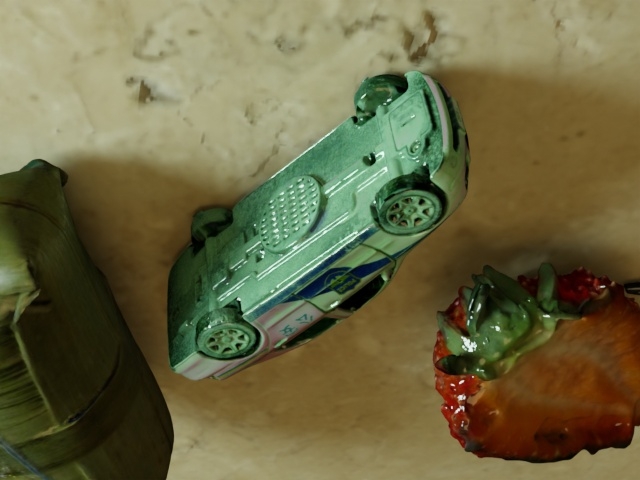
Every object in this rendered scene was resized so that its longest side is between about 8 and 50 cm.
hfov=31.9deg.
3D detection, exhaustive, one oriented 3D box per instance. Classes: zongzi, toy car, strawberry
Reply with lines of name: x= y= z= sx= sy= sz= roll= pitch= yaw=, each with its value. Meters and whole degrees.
zongzi: x=-0.243 y=0.090 z=0.682 sx=0.274 sy=0.125 sz=0.251 roll=-11 pitch=128 yaw=9
toy car: x=0.000 y=0.000 z=0.633 sx=0.224 sy=0.090 sz=0.076 roll=-36 pitch=131 yaw=27
strawberry: x=0.141 y=0.073 z=0.721 sx=0.192 sy=0.085 sz=0.140 roll=-8 pitch=123 yaw=-26

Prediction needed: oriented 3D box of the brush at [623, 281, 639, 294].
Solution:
brush: x=0.240 y=0.033 z=0.741 sx=0.083 sy=0.008 sz=0.024 roll=2 pitch=138 yaw=-7
